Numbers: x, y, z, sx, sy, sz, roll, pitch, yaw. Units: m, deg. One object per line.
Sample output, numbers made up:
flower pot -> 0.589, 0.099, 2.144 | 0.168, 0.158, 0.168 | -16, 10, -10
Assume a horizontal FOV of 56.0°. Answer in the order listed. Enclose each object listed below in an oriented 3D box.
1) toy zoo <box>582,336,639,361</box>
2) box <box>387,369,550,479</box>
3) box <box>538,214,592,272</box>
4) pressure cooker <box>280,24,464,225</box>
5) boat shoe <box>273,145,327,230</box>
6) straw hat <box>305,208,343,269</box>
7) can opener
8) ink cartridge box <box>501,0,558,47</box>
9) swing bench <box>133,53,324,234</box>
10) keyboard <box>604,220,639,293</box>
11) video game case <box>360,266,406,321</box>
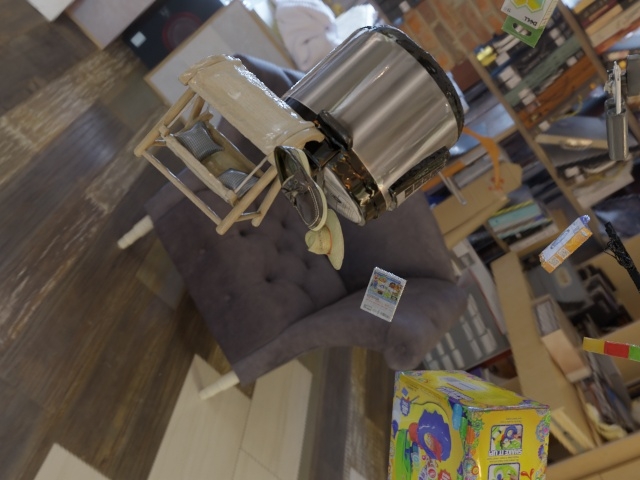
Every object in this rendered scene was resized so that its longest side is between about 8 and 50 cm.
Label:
toy zoo -> 0.694, 0.241, 1.268 | 0.293, 0.192, 0.030 | 140, -41, -84
box -> 0.281, 0.428, 1.191 | 0.177, 0.290, 0.279 | 4, 90, -20
box -> 0.530, 0.004, 1.290 | 0.028, 0.136, 0.081 | 43, 22, 1
pressure cooker -> 0.074, -0.240, 1.413 | 0.375, 0.420, 0.370 | 39, -11, 49
boat shoe -> -0.036, -0.079, 0.887 | 0.049, 0.056, 0.152 | 12, 42, -42
straw hat -> 0.000, 0.000, 1.302 | 0.061, 0.144, 0.144 | -10, 60, -15
can opener -> 0.726, -0.308, 1.443 | 0.280, 0.093, 0.074 | 64, 32, -46
ink cartridge box -> 0.521, -0.593, 1.482 | 0.109, 0.209, 0.062 | 39, 43, 22
swing bench -> -0.176, -0.193, 1.178 | 0.253, 0.255, 0.165 | 42, 19, 11
keyboard -> 0.593, 0.039, 1.189 | 0.100, 0.038, 0.192 | 48, 25, -33
video game case -> 0.160, 0.139, 1.542 | 0.087, 0.122, 0.011 | 24, 23, 17
